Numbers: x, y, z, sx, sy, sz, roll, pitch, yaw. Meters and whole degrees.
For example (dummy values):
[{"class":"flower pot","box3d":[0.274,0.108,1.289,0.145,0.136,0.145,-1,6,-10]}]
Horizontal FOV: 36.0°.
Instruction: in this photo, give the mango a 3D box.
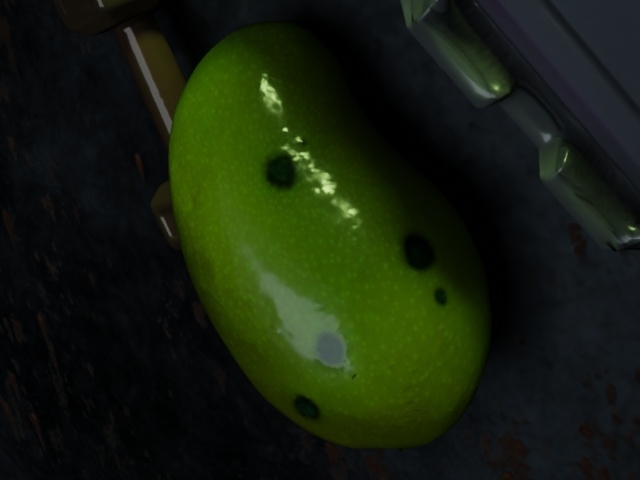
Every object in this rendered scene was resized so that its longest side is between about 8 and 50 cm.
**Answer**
[{"class":"mango","box3d":[0.000,0.000,0.638,0.175,0.143,0.293,-27,88,6]}]

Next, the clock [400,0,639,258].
[{"class":"clock","box3d":[0.160,-0.104,0.452,0.253,0.083,0.186,46,136,-12]}]

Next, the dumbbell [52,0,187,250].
[{"class":"dumbbell","box3d":[-0.113,-0.108,0.715,0.092,0.082,0.230,-14,105,42]}]
